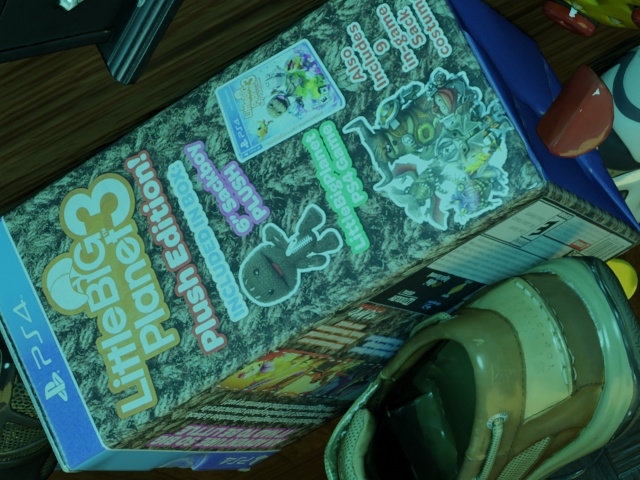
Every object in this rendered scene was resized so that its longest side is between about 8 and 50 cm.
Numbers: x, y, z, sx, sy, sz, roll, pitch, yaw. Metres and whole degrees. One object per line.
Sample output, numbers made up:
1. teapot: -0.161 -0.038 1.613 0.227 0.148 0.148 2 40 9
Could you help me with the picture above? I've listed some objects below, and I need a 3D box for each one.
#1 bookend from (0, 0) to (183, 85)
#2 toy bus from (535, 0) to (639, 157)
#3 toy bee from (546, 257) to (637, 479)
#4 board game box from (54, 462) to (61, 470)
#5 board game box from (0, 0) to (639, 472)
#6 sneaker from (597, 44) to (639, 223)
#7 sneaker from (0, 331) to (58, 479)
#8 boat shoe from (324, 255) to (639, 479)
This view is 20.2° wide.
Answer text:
1. bookend: -0.120 -0.108 0.603 0.157 0.072 0.156 -16 161 -32
2. toy bus: 0.117 -0.153 0.771 0.104 0.191 0.202 30 135 -17
3. toy bee: 0.190 0.073 1.559 0.195 0.162 0.298 -33 -171 -8
4. board game box: -0.143 0.110 1.299 0.201 0.035 0.136 -37 160 33
5. board game box: 0.000 0.000 0.994 0.291 0.141 0.232 -31 163 15
6. sneaker: 0.232 -0.058 1.265 0.153 0.094 0.235 -36 162 32
7. sneaker: -0.176 0.102 1.133 0.130 0.087 0.227 -20 158 0
8. boat shoe: 0.057 0.117 1.007 0.119 0.123 0.324 -11 150 -30
